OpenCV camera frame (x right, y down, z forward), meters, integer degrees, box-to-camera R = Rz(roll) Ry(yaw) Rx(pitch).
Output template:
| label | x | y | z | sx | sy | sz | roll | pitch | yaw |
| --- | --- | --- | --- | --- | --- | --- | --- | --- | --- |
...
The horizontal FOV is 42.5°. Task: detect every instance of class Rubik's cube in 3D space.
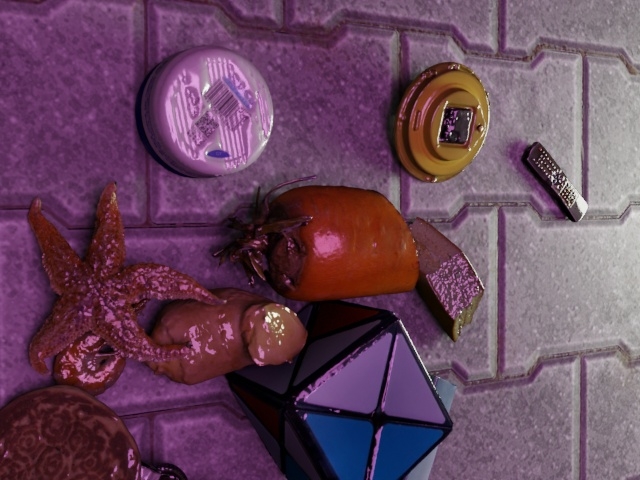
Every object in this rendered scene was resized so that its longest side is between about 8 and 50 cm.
| label | x | y | z | sx | sy | sz | roll | pitch | yaw |
| --- | --- | --- | --- | --- | --- | --- | --- | --- | --- |
| Rubik's cube | 0.029 | 0.266 | 1.366 | 0.248 | 0.250 | 0.246 | -37 | 110 | -23 |

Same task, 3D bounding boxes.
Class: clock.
| label | x | y | z | sx | sy | sz | roll | pitch | yaw |
| --- | --- | --- | --- | --- | --- | --- | --- | --- | --- |
| clock | 0.244 | -0.218 | 1.555 | 0.237 | 0.057 | 0.237 | -12 | 113 | -30 |

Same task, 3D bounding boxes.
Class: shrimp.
| label | x | y | z | sx | sy | sz | roll | pitch | yaw |
| --- | --- | --- | --- | --- | --- | --- | --- | --- | --- |
| shrimp | -0.329 | 0.157 | 1.261 | 0.101 | 0.042 | 0.190 | 45 | 74 | -16 |

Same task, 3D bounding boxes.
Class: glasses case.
| label | x | y | z | sx | sy | sz | roll | pitch | yaw |
| --- | --- | --- | --- | --- | --- | --- | --- | --- | --- |
| glasses case | 0.185 | 0.392 | 1.586 | 0.105 | 0.056 | 0.266 | 31 | 75 | -53 |

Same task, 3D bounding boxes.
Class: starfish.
| label | x | y | z | sx | sy | sz | roll | pitch | yaw |
| --- | --- | --- | --- | --- | --- | --- | --- | --- | --- |
| starfish | -0.314 | 0.057 | 1.209 | 0.299 | 0.060 | 0.303 | -22 | 88 | -6 |

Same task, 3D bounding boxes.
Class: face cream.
| label | x | y | z | sx | sy | sz | roll | pitch | yaw |
| --- | --- | --- | --- | --- | --- | --- | --- | --- | --- |
| face cream | -0.180 | -0.201 | 1.302 | 0.205 | 0.111 | 0.206 | -3 | 95 | -31 |

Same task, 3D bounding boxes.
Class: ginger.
| label | x | y | z | sx | sy | sz | roll | pitch | yaw |
| --- | --- | --- | --- | --- | --- | --- | --- | --- | --- |
| ginger | -0.156 | 0.147 | 1.306 | 0.267 | 0.152 | 0.138 | -11 | 101 | 2 |

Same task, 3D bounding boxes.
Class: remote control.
| label | x | y | z | sx | sy | sz | roll | pitch | yaw |
| --- | --- | --- | --- | --- | --- | --- | --- | --- | --- |
| remote control | 0.505 | -0.124 | 1.766 | 0.212 | 0.028 | 0.059 | 46 | 73 | -24 |

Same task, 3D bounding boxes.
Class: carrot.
| label | x | y | z | sx | sy | sz | roll | pitch | yaw |
| --- | --- | --- | --- | --- | --- | --- | --- | --- | --- |
| carrot | 0.000 | 0.000 | 1.367 | 0.331 | 0.193 | 0.214 | -5 | 98 | -31 |

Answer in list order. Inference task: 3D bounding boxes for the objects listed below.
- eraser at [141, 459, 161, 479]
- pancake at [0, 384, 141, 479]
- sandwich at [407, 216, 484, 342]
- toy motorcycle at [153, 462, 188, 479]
| label | x | y | z | sx | sy | sz | roll | pitch | yaw |
| --- | --- | --- | --- | --- | --- | --- | --- | --- | --- |
| eraser | -0.364 | 0.441 | 1.201 | 0.171 | 0.087 | 0.291 | 22 | 76 | 15 |
| pancake | -0.380 | 0.329 | 1.171 | 0.249 | 0.031 | 0.250 | -1 | 75 | 5 |
| sandwich | 0.238 | 0.081 | 1.577 | 0.094 | 0.096 | 0.258 | -39 | 108 | -18 |
| toy motorcycle | -0.187 | 0.510 | 1.305 | 0.325 | 0.147 | 0.221 | 37 | 65 | -25 |
